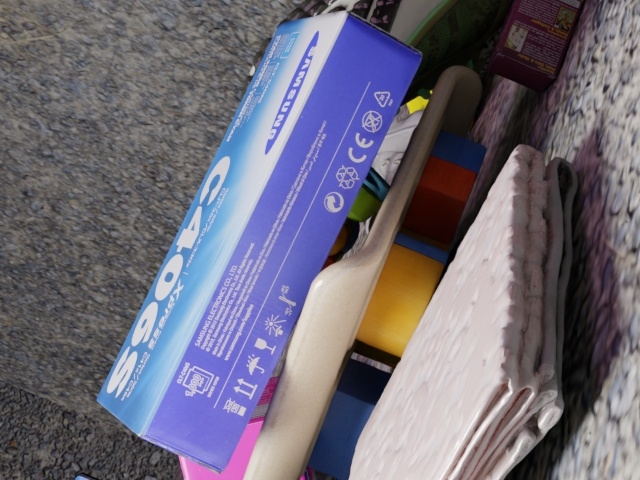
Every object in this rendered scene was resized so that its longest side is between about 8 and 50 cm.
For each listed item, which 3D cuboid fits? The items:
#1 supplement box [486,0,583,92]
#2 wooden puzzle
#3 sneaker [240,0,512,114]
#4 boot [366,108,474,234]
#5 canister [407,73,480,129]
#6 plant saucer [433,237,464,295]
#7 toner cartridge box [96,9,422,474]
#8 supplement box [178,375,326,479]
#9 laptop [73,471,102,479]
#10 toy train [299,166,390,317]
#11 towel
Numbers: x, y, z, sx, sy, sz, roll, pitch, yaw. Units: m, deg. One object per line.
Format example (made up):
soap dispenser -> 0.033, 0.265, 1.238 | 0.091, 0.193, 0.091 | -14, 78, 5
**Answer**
supplement box -> 0.183, -0.177, 1.352 | 0.043, 0.055, 0.083 | 125, 168, -74
wooden puzzle -> 0.051, 0.061, 1.332 | 0.348, 0.080, 0.322 | -56, -11, -52
sneaker -> 0.095, -0.175, 1.430 | 0.410, 0.182, 0.158 | -48, 38, 5
boot -> 0.077, -0.055, 1.675 | 0.123, 0.095, 0.258 | -61, 5, -11
canister -> 0.131, -0.203, 1.704 | 0.170, 0.073, 0.126 | -77, -28, -49
plant saucer -> 0.115, 0.029, 1.357 | 0.083, 0.015, 0.083 | -157, 90, -85
toner cartridge box -> -0.052, -0.004, 1.230 | 0.347, 0.075, 0.165 | -64, 20, -6
supplement box -> -0.063, 0.209, 1.535 | 0.220, 0.114, 0.111 | -60, -44, -83
laptop -> -0.273, 0.419, 1.439 | 0.382, 0.408, 0.236 | 12, 108, 46
toy train -> 0.000, 0.000, 1.403 | 0.143, 0.105, 0.248 | -49, 0, 8
towel -> 0.079, 0.129, 1.038 | 0.332, 0.053, 0.317 | -71, 6, -62
